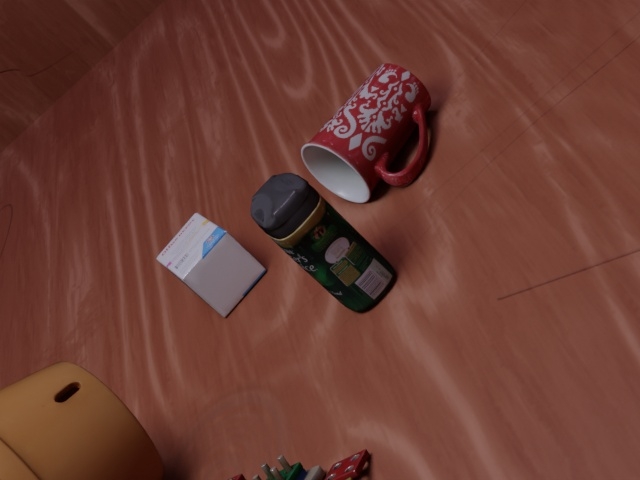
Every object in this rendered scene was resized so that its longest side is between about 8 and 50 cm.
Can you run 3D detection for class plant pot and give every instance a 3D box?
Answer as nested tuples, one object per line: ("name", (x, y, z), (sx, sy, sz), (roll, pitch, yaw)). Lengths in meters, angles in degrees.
("plant pot", (-0.329, 0.282, 1.523), (0.203, 0.291, 0.291), (-42, 23, -28))

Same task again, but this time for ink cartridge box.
("ink cartridge box", (-0.160, 0.031, 1.795), (0.092, 0.090, 0.143), (-49, 27, -6))

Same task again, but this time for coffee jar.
("coffee jar", (0.000, 0.000, 1.514), (0.079, 0.184, 0.096), (-48, 27, -3))

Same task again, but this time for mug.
("mug", (0.082, -0.140, 1.708), (0.169, 0.150, 0.113), (-53, -8, -21))

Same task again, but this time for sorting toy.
("sorting toy", (-0.071, 0.283, 1.336), (0.274, 0.046, 0.132), (-29, 10, 29))
